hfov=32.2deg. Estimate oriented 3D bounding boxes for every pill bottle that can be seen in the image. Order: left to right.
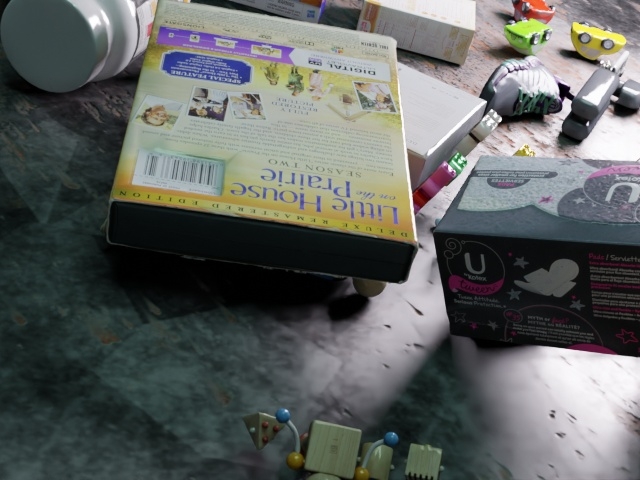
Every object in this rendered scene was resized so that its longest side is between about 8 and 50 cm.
[{"bbox_3d":[-0.291,-0.303,1.457,0.162,0.162,0.278,20,32,7],"label":"pill bottle"}]

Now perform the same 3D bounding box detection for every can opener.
[{"bbox_3d":[0.455,-0.230,1.750,0.093,0.074,0.280,28,34,18],"label":"can opener"}]

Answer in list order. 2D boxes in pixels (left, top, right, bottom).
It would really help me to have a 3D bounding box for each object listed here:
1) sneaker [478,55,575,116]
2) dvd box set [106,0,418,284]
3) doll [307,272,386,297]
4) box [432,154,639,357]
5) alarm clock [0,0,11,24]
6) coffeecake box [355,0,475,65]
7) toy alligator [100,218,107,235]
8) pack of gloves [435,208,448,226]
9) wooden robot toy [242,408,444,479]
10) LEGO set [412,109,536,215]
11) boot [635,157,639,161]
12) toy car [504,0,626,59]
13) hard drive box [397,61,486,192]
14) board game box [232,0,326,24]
[{"bbox_3d":[0.316,-0.223,1.676,0.098,0.083,0.224,33,35,18],"label":"sneaker"},{"bbox_3d":[-0.057,-0.127,1.240,0.308,0.062,0.420,7,39,-7],"label":"dvd box set"},{"bbox_3d":[0.000,0.000,1.220,0.189,0.046,0.129,35,38,29],"label":"doll"},{"bbox_3d":[0.264,0.008,1.135,0.247,0.142,0.163,5,37,26],"label":"box"},{"bbox_3d":[-0.491,-0.331,1.511,0.129,0.064,0.192,19,35,6],"label":"alarm clock"},{"bbox_3d":[0.159,-0.369,1.842,0.185,0.068,0.142,15,32,-1],"label":"coffeecake box"},{"bbox_3d":[-0.146,-0.028,1.190,0.051,0.056,0.190,36,40,27],"label":"toy alligator"},{"bbox_3d":[0.255,0.023,1.320,0.195,0.046,0.232,-9,35,-16],"label":"pack of gloves"},{"bbox_3d":[0.013,0.197,0.926,0.173,0.076,0.079,13,67,-4],"label":"wooden robot toy"},{"bbox_3d":[0.198,-0.087,1.337,0.087,0.093,0.227,44,40,-1],"label":"LEGO set"},{"bbox_3d":[0.473,-0.025,1.425,0.203,0.095,0.262,41,27,23],"label":"boot"},{"bbox_3d":[0.391,-0.365,1.954,0.239,0.053,0.225,34,37,28],"label":"toy car"},{"bbox_3d":[0.088,-0.145,1.443,0.181,0.089,0.232,26,33,16],"label":"hard drive box"},{"bbox_3d":[-0.139,-0.510,1.776,0.347,0.233,0.078,16,31,1],"label":"board game box"}]
